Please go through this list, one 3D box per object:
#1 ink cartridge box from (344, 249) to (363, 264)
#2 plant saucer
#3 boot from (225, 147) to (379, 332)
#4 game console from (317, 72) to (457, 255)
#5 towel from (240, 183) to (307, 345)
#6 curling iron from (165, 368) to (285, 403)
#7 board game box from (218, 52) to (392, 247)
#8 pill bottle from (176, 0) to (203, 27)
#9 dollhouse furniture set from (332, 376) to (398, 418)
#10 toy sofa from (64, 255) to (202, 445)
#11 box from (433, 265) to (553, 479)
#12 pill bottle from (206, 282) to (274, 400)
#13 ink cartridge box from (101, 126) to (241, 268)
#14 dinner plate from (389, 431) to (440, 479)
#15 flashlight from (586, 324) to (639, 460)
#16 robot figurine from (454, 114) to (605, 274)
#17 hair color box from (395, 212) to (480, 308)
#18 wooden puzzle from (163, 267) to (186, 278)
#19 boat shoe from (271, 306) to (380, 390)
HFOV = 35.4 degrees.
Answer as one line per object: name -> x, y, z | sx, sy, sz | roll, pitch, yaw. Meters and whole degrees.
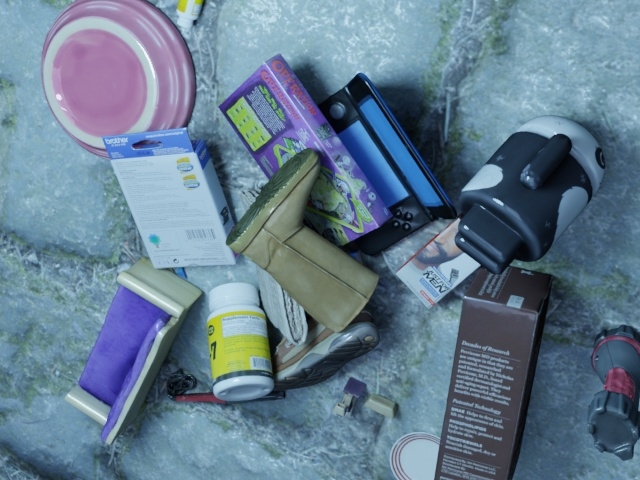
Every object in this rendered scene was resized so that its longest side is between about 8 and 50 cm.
ink cartridge box -> 0.038, 0.049, 1.916 | 0.083, 0.028, 0.048 | -8, 104, 22
plant saucer -> -0.406, -0.307, 1.932 | 0.332, 0.084, 0.332 | 7, 110, 19
boot -> 0.000, 0.000, 1.764 | 0.269, 0.089, 0.236 | 37, 100, -23
game console -> 0.081, -0.123, 1.762 | 0.250, 0.173, 0.293 | -32, 94, 26
towel -> -0.086, 0.041, 1.887 | 0.049, 0.187, 0.282 | -14, 107, -14
curling iron -> -0.205, 0.315, 2.093 | 0.273, 0.035, 0.068 | 4, 109, 20
board game box -> -0.033, -0.147, 1.815 | 0.347, 0.056, 0.208 | 56, 151, -4
pill bottle -> -0.240, -0.437, 1.847 | 0.043, 0.043, 0.083 | 25, 114, 11
dollhouse furniture set -> 0.085, 0.347, 1.979 | 0.114, 0.091, 0.081 | 22, 129, 9
toy sofa -> -0.398, 0.229, 2.051 | 0.150, 0.177, 0.363 | 32, 119, 5
box -> 0.309, 0.251, 1.793 | 0.143, 0.191, 0.382 | 14, 112, 16
pill bottle -> -0.159, 0.196, 1.943 | 0.119, 0.119, 0.209 | -22, 62, 25
ink cartridge box -> -0.280, -0.086, 1.924 | 0.185, 0.065, 0.311 | -3, 127, 21
dinner plate -> 0.207, 0.442, 1.993 | 0.141, 0.017, 0.141 | 7, 111, 19
flashlight -> 0.489, 0.239, 1.658 | 0.103, 0.304, 0.103 | 16, 111, 16
robot figurine -> 0.342, -0.076, 1.635 | 0.173, 0.278, 0.209 | 49, 163, -23
hair color box -> 0.229, 0.036, 1.827 | 0.093, 0.053, 0.167 | 46, 116, 1
wooden puzzle -> -0.320, 0.093, 2.075 | 0.116, 0.014, 0.079 | -18, 105, 25
boat shoe -> -0.014, 0.202, 1.954 | 0.324, 0.123, 0.117 | -34, 60, 35
